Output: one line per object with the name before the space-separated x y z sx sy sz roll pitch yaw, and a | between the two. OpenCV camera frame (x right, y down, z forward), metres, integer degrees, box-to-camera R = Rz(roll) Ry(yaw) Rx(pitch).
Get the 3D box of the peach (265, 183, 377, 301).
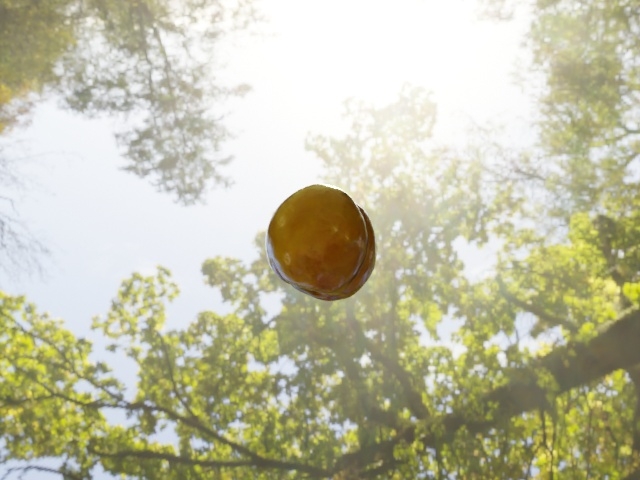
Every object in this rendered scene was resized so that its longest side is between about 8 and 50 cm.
peach | 0.000 0.000 0.865 0.138 0.138 0.138 -5 -153 3
